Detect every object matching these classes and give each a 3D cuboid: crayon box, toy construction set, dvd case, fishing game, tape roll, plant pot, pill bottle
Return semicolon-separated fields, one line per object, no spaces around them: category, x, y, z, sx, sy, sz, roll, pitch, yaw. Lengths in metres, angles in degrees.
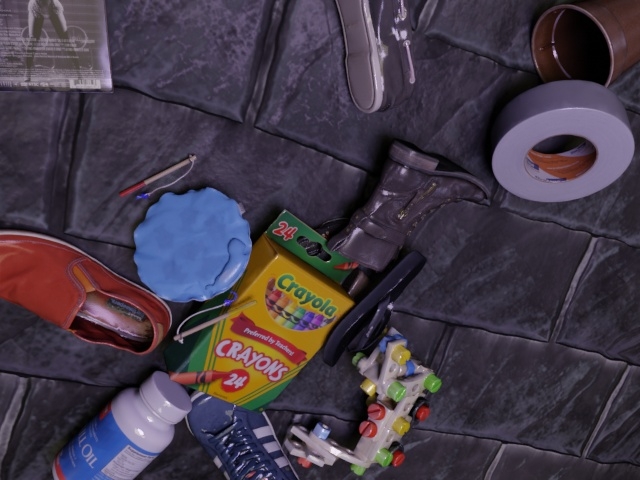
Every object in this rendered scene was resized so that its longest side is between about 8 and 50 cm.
crayon box;-0.084;0.128;0.917;0.202;0.081;0.318;34;99;-36
toy construction set;0.094;0.321;1.022;0.328;0.151;0.215;-50;138;12
dvd case;-0.384;-0.320;0.759;0.164;0.018;0.221;-3;109;-13
fishing game;-0.195;0.005;0.845;0.189;0.041;0.264;-28;77;-1
tape roll;0.404;-0.162;0.929;0.219;0.072;0.219;8;145;5
plant pot;0.478;-0.342;0.921;0.165;0.167;0.167;-29;113;-14
pill bottle;-0.328;0.329;0.923;0.221;0.124;0.124;-45;113;0

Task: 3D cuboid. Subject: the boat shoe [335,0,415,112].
boat shoe;0.085;-0.367;0.834;0.095;0.112;0.335;-21;118;-27

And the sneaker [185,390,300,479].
sneaker;-0.121;0.413;0.993;0.131;0.148;0.350;-34;112;-3

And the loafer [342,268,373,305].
loafer;0.048;0.124;0.998;0.050;0.056;0.148;31;97;-16

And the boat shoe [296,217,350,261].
boat shoe;0.001;0.002;0.955;0.133;0.042;0.049;-24;109;-8

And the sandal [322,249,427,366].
sandal;0.098;0.124;0.941;0.054;0.097;0.254;43;91;19

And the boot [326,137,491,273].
boot;0.155;-0.042;0.957;0.262;0.091;0.229;15;111;-33

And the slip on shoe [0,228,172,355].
slip on shoe;-0.386;0.083;0.842;0.331;0.101;0.123;30;99;-20
